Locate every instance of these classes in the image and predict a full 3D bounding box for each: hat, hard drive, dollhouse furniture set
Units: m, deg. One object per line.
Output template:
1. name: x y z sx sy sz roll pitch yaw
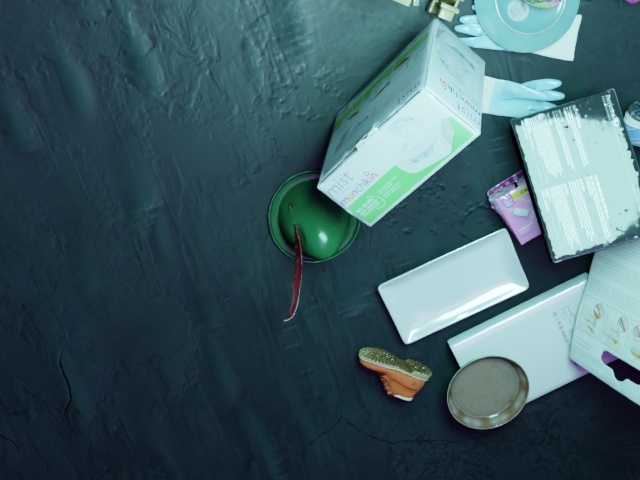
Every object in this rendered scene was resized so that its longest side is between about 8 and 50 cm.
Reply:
1. hat: 0.000 0.000 1.624 0.173 0.183 0.208 -8 112 -4
2. hard drive: 0.435 0.218 1.841 0.308 0.040 0.203 -27 112 4
3. dollhouse furniture set: 0.181 -0.424 1.481 0.161 0.182 0.101 19 108 -13

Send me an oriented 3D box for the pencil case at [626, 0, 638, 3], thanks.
1. pencil case: 0.463 -0.493 1.534 0.236 0.104 0.104 25 106 -17

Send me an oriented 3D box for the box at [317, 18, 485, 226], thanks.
1. box: 0.132 -0.194 1.495 0.127 0.231 0.262 36 127 -18

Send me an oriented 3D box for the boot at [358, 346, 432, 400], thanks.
1. boot: 0.135 0.270 1.818 0.158 0.059 0.084 23 112 -16

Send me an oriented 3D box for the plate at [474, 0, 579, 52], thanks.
1. plate: 0.360 -0.420 1.575 0.188 0.024 0.188 -1 102 -6

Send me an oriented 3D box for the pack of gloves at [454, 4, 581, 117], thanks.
1. pack of gloves: 0.341 -0.311 1.619 0.232 0.046 0.195 4 112 -9

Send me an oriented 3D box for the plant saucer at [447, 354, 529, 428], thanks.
1. plant saucer: 0.332 0.298 1.822 0.168 0.029 0.168 -2 111 -6

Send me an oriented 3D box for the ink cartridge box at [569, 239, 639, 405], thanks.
1. ink cartridge box: 0.612 0.094 1.641 0.091 0.308 0.385 5 104 -22

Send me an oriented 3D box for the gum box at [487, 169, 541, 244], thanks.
1. gum box: 0.415 -0.085 1.706 0.188 0.062 0.107 -32 110 6

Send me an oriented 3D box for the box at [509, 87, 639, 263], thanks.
1. box: 0.457 -0.109 1.598 0.184 0.103 0.261 -16 85 10

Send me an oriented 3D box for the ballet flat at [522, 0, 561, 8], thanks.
1. ballet flat: 0.318 -0.467 1.509 0.221 0.079 0.077 41 91 -4

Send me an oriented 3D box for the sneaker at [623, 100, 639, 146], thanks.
1. sneaker: 0.646 -0.197 1.695 0.211 0.080 0.081 13 135 -14

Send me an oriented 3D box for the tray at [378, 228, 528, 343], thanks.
1. tray: 0.257 0.086 1.773 0.270 0.030 0.145 -25 111 3
